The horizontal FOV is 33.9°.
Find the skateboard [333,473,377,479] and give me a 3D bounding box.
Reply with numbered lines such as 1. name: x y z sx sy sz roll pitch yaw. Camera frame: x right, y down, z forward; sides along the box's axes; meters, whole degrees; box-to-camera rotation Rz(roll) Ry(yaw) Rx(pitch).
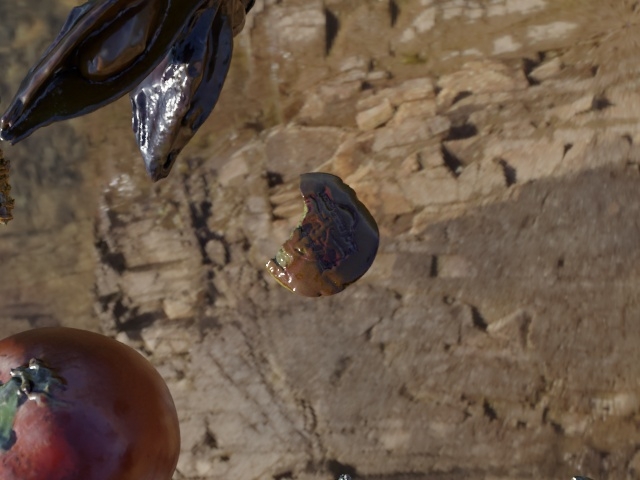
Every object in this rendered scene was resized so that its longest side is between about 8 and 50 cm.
1. skateboard: 0.060 0.398 1.650 0.032 0.083 0.064 -28 67 29

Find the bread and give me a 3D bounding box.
1. bread: 0.010 0.001 1.323 0.125 0.086 0.156 21 82 4

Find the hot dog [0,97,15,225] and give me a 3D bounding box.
1. hot dog: -0.324 -0.092 0.988 0.055 0.072 0.188 -11 88 -4

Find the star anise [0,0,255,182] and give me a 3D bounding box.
1. star anise: -0.067 -0.095 0.435 0.053 0.212 0.157 23 83 9

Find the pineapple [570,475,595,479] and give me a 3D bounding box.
1. pineapple: 0.272 0.413 1.170 0.209 0.286 0.344 42 102 -10

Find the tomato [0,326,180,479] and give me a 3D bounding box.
1. tomato: -0.350 0.277 1.458 0.321 0.321 0.322 3 102 16
